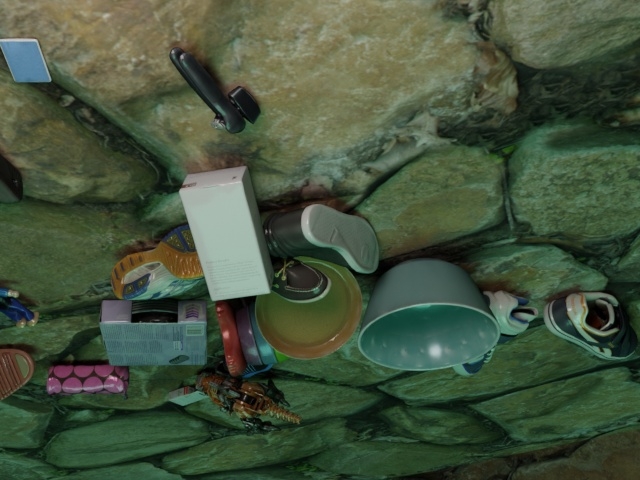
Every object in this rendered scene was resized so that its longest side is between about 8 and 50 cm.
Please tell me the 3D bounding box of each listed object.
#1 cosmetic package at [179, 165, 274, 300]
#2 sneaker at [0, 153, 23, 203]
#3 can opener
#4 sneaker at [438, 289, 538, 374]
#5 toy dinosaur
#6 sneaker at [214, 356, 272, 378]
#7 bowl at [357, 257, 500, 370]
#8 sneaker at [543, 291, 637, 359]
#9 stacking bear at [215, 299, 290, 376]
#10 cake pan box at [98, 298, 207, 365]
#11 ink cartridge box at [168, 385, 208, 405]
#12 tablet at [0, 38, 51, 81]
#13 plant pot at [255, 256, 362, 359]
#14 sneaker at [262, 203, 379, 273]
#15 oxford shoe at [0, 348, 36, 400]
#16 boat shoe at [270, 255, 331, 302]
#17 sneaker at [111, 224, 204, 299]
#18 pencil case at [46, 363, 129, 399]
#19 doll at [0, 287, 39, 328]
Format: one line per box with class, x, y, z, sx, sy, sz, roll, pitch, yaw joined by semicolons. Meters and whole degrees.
cosmetic package;-0.165;-0.011;1.361;0.117;0.085;0.231;-8;116;6
sneaker;-0.588;-0.124;1.215;0.130;0.087;0.227;-11;154;-1
can opener;-0.167;-0.227;1.145;0.059;0.073;0.186;21;166;42
sneaker;0.433;0.233;1.876;0.236;0.130;0.323;-12;142;21
toy dinosaur;-0.199;0.452;2.078;0.164;0.322;0.218;-49;144;-5
sneaker;-0.195;0.310;1.971;0.090;0.081;0.232;8;148;-32
bowl;0.234;0.152;1.680;0.312;0.163;0.311;0;145;0
sneaker;0.716;0.216;1.890;0.321;0.126;0.127;18;148;-29
stacking bear;-0.077;0.198;1.743;0.289;0.175;0.164;-14;164;-1
cake pan box;-0.398;0.226;1.827;0.246;0.070;0.267;-1;148;-9
ink cartridge box;-0.388;0.457;2.236;0.115;0.029;0.063;-23;143;26
tablet;-0.427;-0.260;1.091;0.054;0.006;0.083;-1;147;-4
plant pot;-0.026;0.143;1.644;0.236;0.236;0.032;2;-169;-11
sneaker;0.000;0.000;1.493;0.147;0.104;0.296;-4;163;33
oxford shoe;-0.895;0.367;1.973;0.397;0.140;0.146;-19;176;15
boat shoe;-0.080;0.068;1.527;0.228;0.081;0.068;11;153;40
sneaker;-0.280;0.046;1.539;0.296;0.111;0.131;-17;164;22
pencil case;-0.622;0.378;2.028;0.209;0.095;0.098;3;168;-8
doll;-0.706;0.131;1.651;0.129;0.046;0.189;-11;143;28
